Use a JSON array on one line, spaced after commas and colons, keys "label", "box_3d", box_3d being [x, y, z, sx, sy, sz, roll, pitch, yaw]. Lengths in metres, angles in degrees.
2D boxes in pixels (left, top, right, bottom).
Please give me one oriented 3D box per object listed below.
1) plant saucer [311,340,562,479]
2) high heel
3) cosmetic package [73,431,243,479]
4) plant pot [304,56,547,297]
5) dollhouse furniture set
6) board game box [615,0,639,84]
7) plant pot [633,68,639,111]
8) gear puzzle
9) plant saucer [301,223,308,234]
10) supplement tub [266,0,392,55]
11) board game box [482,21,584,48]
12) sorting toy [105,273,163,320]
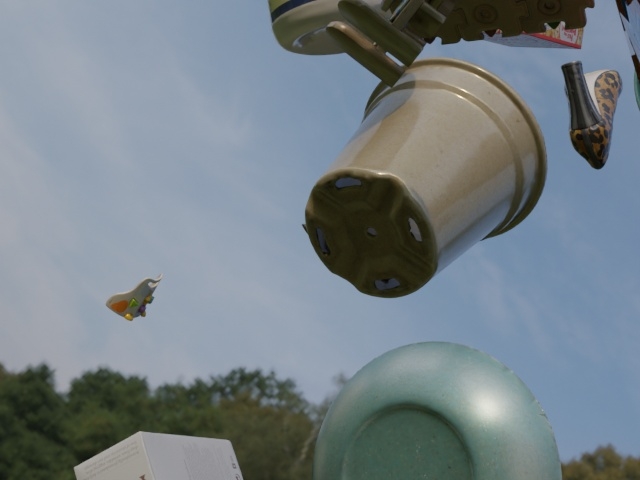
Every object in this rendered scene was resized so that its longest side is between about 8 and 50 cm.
[{"label": "plant saucer", "box_3d": [0.066, 0.164, 0.736, 0.195, 0.194, 0.037, 29, 5, 35]}, {"label": "high heel", "box_3d": [0.492, -0.209, 1.901, 0.093, 0.261, 0.186, -15, -97, 30]}, {"label": "cosmetic package", "box_3d": [-0.213, 0.323, 1.459, 0.231, 0.117, 0.085, 30, 34, -61]}, {"label": "plant pot", "box_3d": [0.145, -0.077, 1.684, 0.334, 0.305, 0.333, 18, -52, 24]}, {"label": "dollhouse furniture set", "box_3d": [0.088, -0.302, 1.023, 0.161, 0.212, 0.242, 37, -12, -3]}, {"label": "board game box", "box_3d": [0.523, -0.182, 1.037, 0.356, 0.356, 0.356, 47, 21, -53]}, {"label": "plant pot", "box_3d": [0.662, -0.229, 1.674, 0.293, 0.293, 0.235, 32, 5, 29]}, {"label": "gear puzzle", "box_3d": [0.235, -0.324, 1.281, 0.339, 0.044, 0.175, -2, -43, 26]}, {"label": "plant saucer", "box_3d": [0.000, 0.000, 1.812, 0.083, 0.015, 0.083, 50, -5, 6]}, {"label": "supplement tub", "box_3d": [0.018, -0.469, 1.647, 0.235, 0.236, 0.324, -18, -99, 64]}, {"label": "board game box", "box_3d": [0.332, -0.359, 1.811, 0.147, 0.194, 0.045, 11, -83, 42]}, {"label": "sorting toy", "box_3d": [-0.273, 0.080, 1.636, 0.045, 0.075, 0.083, 45, 18, 10]}]
